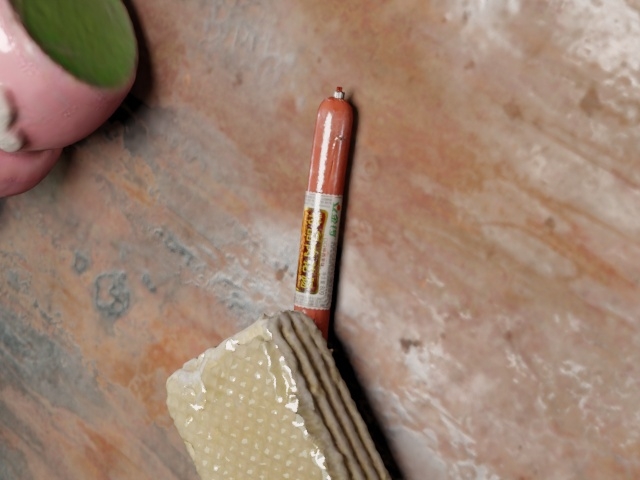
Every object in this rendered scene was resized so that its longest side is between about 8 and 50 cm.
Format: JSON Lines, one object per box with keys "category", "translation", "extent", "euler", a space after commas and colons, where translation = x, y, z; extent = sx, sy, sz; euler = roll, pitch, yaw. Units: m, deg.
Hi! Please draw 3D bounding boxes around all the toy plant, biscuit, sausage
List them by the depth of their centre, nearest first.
{"category": "biscuit", "translation": [0.016, 0.268, 0.917], "extent": [0.144, 0.078, 0.426], "euler": [-32, 77, 31]}
{"category": "sausage", "translation": [0.000, 0.000, 0.974], "extent": [0.034, 0.034, 0.253], "euler": [9, 96, 34]}
{"category": "toy plant", "translation": [-0.358, -0.143, 1.085], "extent": [0.356, 0.317, 0.210], "euler": [-23, 45, 34]}
